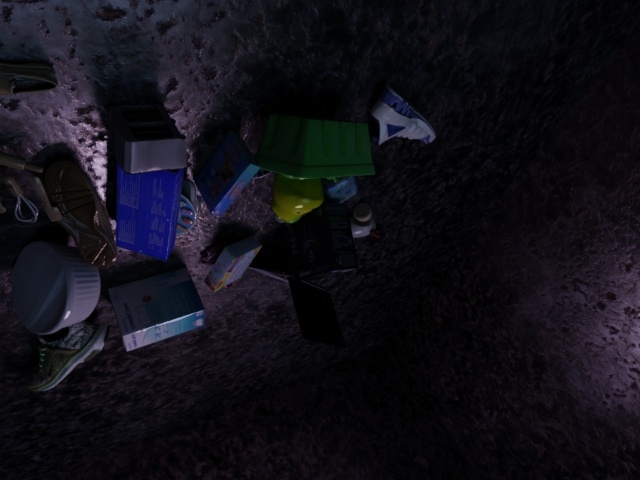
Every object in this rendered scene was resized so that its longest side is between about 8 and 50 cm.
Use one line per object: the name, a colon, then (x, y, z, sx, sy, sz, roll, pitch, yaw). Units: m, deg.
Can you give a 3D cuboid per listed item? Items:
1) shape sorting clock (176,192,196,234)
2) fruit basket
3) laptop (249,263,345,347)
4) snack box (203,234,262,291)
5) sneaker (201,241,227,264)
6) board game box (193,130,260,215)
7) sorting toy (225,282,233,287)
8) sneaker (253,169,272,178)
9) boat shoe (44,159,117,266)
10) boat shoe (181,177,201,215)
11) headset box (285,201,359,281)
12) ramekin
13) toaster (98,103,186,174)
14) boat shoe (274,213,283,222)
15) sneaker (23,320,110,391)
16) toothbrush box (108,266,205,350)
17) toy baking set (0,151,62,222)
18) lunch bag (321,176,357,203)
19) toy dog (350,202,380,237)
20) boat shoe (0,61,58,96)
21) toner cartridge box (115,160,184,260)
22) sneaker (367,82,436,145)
shape sorting clock: (-0.494, -0.089, 1.462, 0.207, 0.040, 0.206, 3, 134, 3)
fruit basket: (-0.032, -0.210, 1.498, 0.392, 0.283, 0.391, -24, 123, -44)
laptop: (-0.116, 0.279, 2.017, 0.382, 0.409, 0.236, 32, 72, -57)
snack box: (-0.346, 0.090, 1.854, 0.207, 0.070, 0.175, -51, 169, 30)
sneaker: (-0.413, 0.043, 1.808, 0.119, 0.047, 0.057, -40, 138, 10)
board game box: (-0.292, -0.205, 1.435, 0.210, 0.160, 0.047, -46, 148, 23)
sorting toy: (-0.419, 0.171, 1.996, 0.061, 0.042, 0.102, -49, 137, -3)
sneaker: (-0.160, -0.247, 1.593, 0.170, 0.068, 0.071, -26, 155, -13)
boat shoe: (-0.670, -0.082, 1.316, 0.122, 0.110, 0.340, -13, 128, -12)
boat shoe: (-0.435, -0.118, 1.528, 0.081, 0.079, 0.227, -37, 159, -47)
headset box: (0.000, 0.000, 1.844, 0.131, 0.282, 0.247, -1, 167, -42)
ramekin: (-0.777, 0.136, 1.388, 0.273, 0.272, 0.127, -45, 160, 20)
toaster: (-0.453, -0.260, 1.201, 0.186, 0.168, 0.110, -13, 142, -32)
boat shoe: (-0.093, -0.145, 1.832, 0.206, 0.075, 0.065, -36, -167, -4)
sneaker: (-0.987, 0.404, 1.750, 0.411, 0.158, 0.182, -37, 119, 10)
toothbrush box: (-0.610, 0.251, 1.751, 0.296, 0.216, 0.126, -16, 145, -25)
toy baking set: (-0.775, -0.132, 1.162, 0.257, 0.030, 0.196, 12, 126, -28)
lunch bag: (0.074, -0.205, 1.844, 0.129, 0.096, 0.151, -31, 140, -4)
toy dog: (0.136, -0.011, 2.119, 0.334, 0.160, 0.220, -45, 148, 20)
boat shoe: (-0.660, -0.334, 0.986, 0.190, 0.072, 0.068, -18, 147, -24)
toner cartridge box: (-0.505, -0.102, 1.374, 0.165, 0.075, 0.347, 19, 130, -5)
sneaker: (0.267, -0.422, 1.698, 0.182, 0.127, 0.316, -42, 142, 22)
